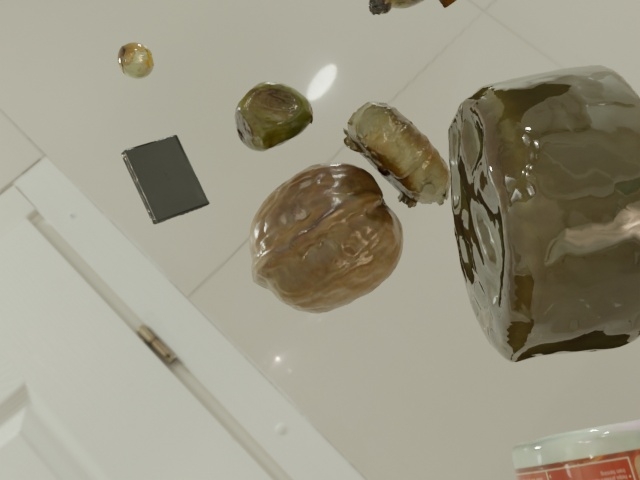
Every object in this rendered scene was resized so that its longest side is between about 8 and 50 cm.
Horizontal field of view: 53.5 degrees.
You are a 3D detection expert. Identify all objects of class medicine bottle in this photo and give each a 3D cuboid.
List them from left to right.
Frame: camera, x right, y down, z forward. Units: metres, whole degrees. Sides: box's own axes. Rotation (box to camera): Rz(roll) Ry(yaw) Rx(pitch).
[{"bbox_3d":[0.433,0.402,0.938,0.252,0.241,0.252,-8,-21,-3],"label":"medicine bottle"}]

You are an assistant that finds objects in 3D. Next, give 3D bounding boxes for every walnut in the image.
[{"bbox_3d":[0.000,0.000,1.379,0.343,0.306,0.306,-28,-14,2],"label":"walnut"}]

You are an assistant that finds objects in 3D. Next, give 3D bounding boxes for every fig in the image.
[{"bbox_3d":[-0.099,-0.263,1.336,0.165,0.144,0.154,-14,-27,16],"label":"fig"}]

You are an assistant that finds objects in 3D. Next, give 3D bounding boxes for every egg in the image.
[{"bbox_3d":[-0.374,-0.365,1.282,0.071,0.083,0.071,-12,-49,-14],"label":"egg"}]

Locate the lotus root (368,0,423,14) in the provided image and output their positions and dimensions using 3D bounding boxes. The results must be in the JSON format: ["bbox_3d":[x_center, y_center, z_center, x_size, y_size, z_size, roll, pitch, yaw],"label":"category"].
[{"bbox_3d":[0.153,-0.484,1.147,0.214,0.138,0.138,-60,-6,-29],"label":"lotus root"}]

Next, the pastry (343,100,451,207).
[{"bbox_3d":[0.157,-0.177,1.320,0.121,0.257,0.236,-45,-44,3],"label":"pastry"}]

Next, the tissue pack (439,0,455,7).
[{"bbox_3d":[0.124,-0.419,0.630,0.194,0.274,0.145,-29,39,27],"label":"tissue pack"}]

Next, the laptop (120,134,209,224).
[{"bbox_3d":[-0.327,-0.131,1.336,0.129,0.180,0.016,-22,-13,-23],"label":"laptop"}]

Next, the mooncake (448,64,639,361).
[{"bbox_3d":[0.217,-0.025,0.632,0.155,0.285,0.284,-6,-15,4],"label":"mooncake"}]
